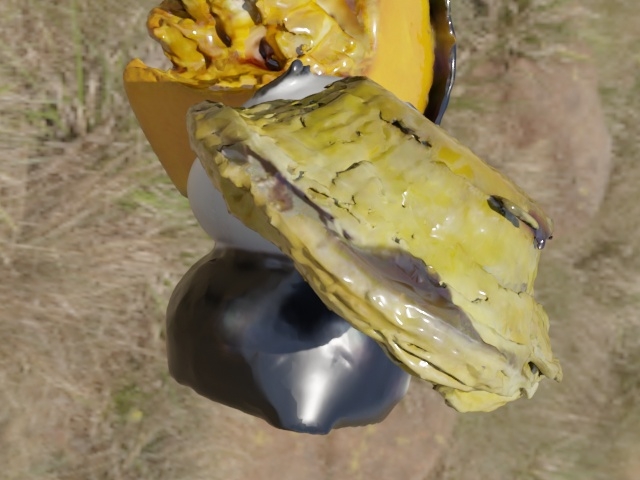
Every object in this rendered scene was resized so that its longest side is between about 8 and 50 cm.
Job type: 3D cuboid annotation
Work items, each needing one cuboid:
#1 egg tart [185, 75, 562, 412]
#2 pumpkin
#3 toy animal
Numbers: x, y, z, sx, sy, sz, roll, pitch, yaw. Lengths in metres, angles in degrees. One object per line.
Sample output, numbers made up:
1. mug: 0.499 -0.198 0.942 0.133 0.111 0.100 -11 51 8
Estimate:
1. egg tart: 0.039 -0.010 0.647 0.106 0.241 0.241 -50 141 7
2. pumpkin: -0.022 -0.168 1.116 0.256 0.225 0.303 30 77 -53
3. toy animal: -0.003 0.002 0.878 0.187 0.165 0.235 11 92 -19
